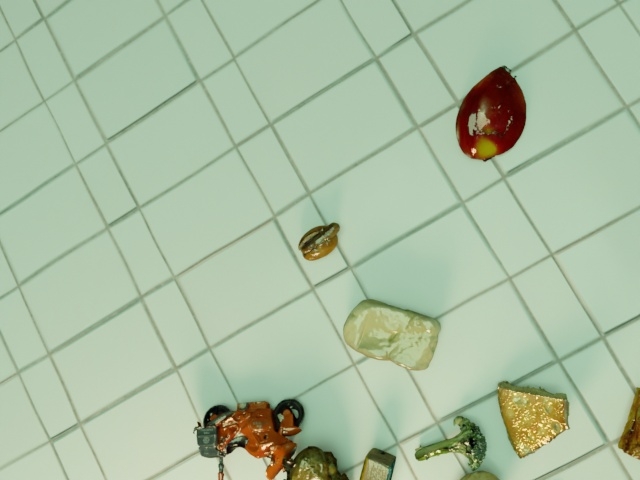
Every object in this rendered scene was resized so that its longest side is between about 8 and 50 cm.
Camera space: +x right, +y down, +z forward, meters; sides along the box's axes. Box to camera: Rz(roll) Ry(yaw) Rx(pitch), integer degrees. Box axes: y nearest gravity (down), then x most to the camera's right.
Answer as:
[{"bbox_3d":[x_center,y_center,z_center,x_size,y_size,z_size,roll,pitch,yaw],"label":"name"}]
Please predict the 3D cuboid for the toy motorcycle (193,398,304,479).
[{"bbox_3d":[-0.202,0.575,1.870,0.325,0.148,0.221,-8,62,11],"label":"toy motorcycle"}]

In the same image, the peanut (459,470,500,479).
[{"bbox_3d":[0.391,0.720,1.727,0.123,0.123,0.257,29,101,14],"label":"peanut"}]

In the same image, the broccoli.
[{"bbox_3d":[0.352,0.560,1.760,0.204,0.118,0.122,-19,106,27],"label":"broccoli"}]

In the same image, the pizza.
[{"bbox_3d":[0.572,0.476,1.723,0.188,0.080,0.204,-4,95,36],"label":"pizza"}]

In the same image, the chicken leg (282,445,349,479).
[{"bbox_3d":[-0.016,0.735,1.822,0.211,0.140,0.361,3,109,1],"label":"chicken leg"}]

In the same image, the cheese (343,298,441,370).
[{"bbox_3d":[0.194,0.260,1.814,0.262,0.093,0.159,16,87,15],"label":"cheese"}]

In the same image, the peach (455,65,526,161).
[{"bbox_3d":[0.477,-0.359,1.802,0.189,0.068,0.279,12,89,12],"label":"peach"}]

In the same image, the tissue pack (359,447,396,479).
[{"bbox_3d":[0.147,0.671,1.781,0.082,0.120,0.169,14,91,15],"label":"tissue pack"}]

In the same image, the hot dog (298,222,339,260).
[{"bbox_3d":[0.001,0.002,1.894,0.140,0.060,0.090,-26,85,7],"label":"hot dog"}]

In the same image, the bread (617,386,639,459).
[{"bbox_3d":[0.844,0.475,1.638,0.132,0.103,0.172,20,88,11],"label":"bread"}]
